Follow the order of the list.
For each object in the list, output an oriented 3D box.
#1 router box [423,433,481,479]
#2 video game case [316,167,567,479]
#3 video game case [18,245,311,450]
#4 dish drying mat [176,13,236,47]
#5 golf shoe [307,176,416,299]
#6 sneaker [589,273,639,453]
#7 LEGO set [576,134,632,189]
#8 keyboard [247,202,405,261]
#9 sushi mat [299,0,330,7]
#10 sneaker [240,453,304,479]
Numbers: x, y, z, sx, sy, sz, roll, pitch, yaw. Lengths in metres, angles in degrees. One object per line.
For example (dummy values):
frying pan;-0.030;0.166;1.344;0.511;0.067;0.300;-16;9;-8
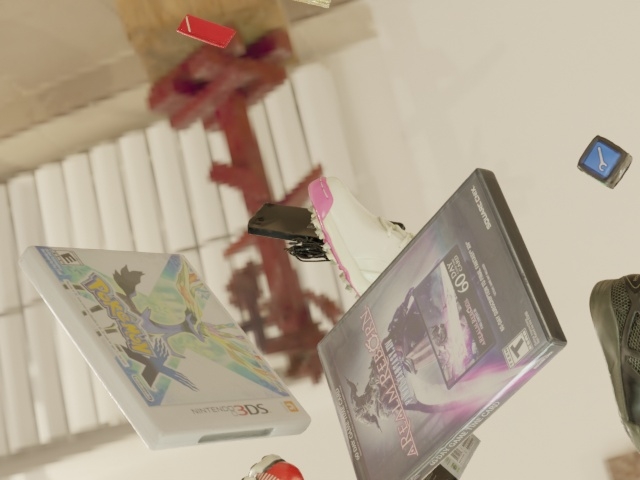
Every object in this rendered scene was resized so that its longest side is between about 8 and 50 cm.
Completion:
router box;0.078;0.403;1.995;0.243;0.081;0.309;-49;180;39
video game case;0.099;0.095;1.295;0.026;0.196;0.274;13;133;-34
video game case;-0.197;0.132;1.854;0.300;0.329;0.036;4;129;-54
dish drying mat;-0.159;-0.291;1.981;0.083;0.032;0.008;22;157;27
golf shoe;0.099;0.032;1.604;0.140;0.115;0.306;-31;118;8
sneaker;0.375;0.140;1.498;0.130;0.228;0.087;-16;179;41
LEGO set;0.264;-0.053;0.735;0.244;0.182;0.060;-28;164;15
keyboard;0.000;0.000;1.737;0.192;0.038;0.100;9;-149;23
sushi mat;-0.123;-0.353;1.629;0.316;0.019;0.151;10;135;-5
sneaker;-0.004;0.290;1.117;0.118;0.279;0.107;7;-151;29
